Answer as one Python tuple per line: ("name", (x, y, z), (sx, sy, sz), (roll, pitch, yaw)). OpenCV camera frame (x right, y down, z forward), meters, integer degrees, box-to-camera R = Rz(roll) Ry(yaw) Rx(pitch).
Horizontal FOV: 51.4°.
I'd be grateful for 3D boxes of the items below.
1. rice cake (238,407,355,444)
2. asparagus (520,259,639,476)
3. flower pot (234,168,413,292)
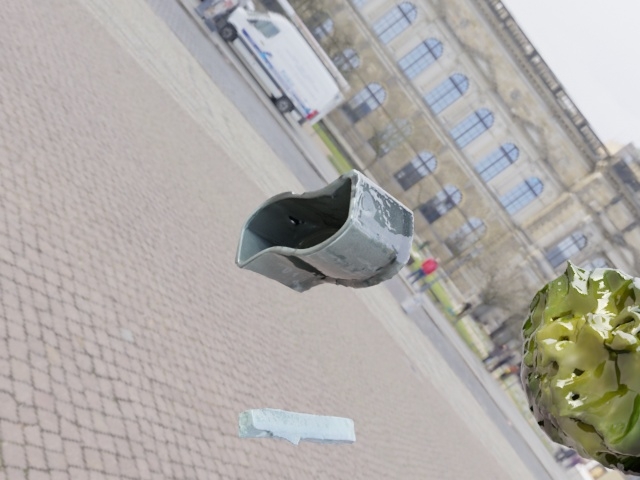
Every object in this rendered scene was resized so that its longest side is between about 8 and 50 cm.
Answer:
("rice cake", (-0.024, 0.234, 0.819), (0.180, 0.030, 0.042), (20, 50, -41))
("asparagus", (0.197, 0.083, 0.466), (0.382, 0.108, 0.128), (24, 46, -64))
("flower pot", (0.000, 0.000, 0.838), (0.108, 0.229, 0.103), (30, 63, -33))
